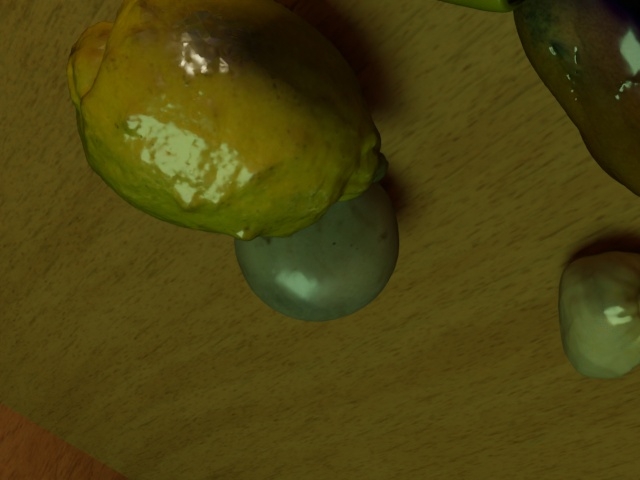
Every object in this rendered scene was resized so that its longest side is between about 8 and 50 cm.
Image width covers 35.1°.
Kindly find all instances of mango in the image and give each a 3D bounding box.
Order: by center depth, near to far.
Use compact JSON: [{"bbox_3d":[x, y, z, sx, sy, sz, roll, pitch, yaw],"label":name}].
[{"bbox_3d":[0.283,-0.146,0.895,0.152,0.201,0.287,-27,134,26],"label":"mango"}]

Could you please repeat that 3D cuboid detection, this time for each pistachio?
[{"bbox_3d":[0.354,0.085,1.226,0.145,0.117,0.200,55,163,25],"label":"pistachio"}]

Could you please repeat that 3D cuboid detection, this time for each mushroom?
[{"bbox_3d":[0.000,0.000,1.285,0.207,0.207,0.215,18,179,9],"label":"mushroom"}]

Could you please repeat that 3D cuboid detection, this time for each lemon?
[{"bbox_3d":[-0.103,-0.133,1.081,0.285,0.286,0.316,-9,150,39],"label":"lemon"}]

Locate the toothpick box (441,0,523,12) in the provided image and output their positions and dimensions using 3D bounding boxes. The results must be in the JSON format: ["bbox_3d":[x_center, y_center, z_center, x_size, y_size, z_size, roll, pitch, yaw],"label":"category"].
[{"bbox_3d":[0.067,-0.288,0.806,0.271,0.175,0.175,26,147,20],"label":"toothpick box"}]
